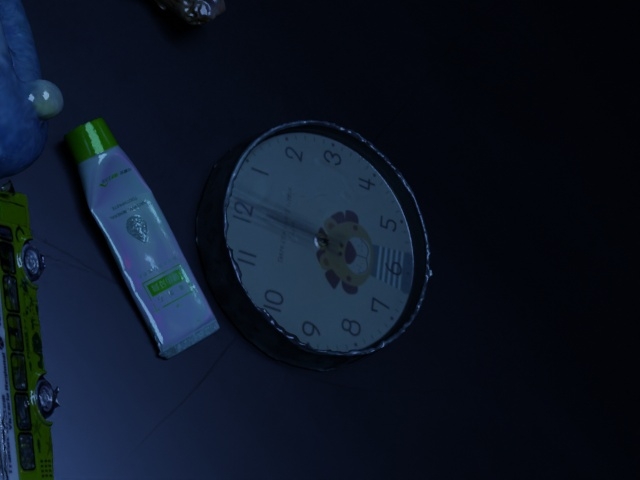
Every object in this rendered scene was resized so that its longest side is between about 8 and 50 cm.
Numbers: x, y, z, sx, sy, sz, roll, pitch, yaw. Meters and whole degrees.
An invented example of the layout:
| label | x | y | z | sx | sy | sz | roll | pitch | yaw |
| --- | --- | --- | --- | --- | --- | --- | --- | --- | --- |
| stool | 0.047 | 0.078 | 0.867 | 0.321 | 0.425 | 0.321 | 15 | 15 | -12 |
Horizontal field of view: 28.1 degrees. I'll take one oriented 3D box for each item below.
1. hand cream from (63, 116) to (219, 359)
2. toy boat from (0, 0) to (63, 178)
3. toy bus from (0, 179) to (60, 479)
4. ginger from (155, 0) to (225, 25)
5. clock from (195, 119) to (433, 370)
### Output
| label | x | y | z | sx | sy | sz | roll | pitch | yaw |
| --- | --- | --- | --- | --- | --- | --- | --- | --- | --- |
| hand cream | -0.205 | -0.004 | 1.429 | 0.079 | 0.050 | 0.275 | -27 | 94 | -11 |
| toy boat | -0.325 | -0.210 | 1.258 | 0.123 | 0.215 | 0.329 | -15 | 53 | 1 |
| toy bus | -0.332 | 0.097 | 1.222 | 0.139 | 0.113 | 0.301 | 24 | 56 | -71 |
| ginger | -0.204 | -0.384 | 1.553 | 0.122 | 0.084 | 0.290 | -6 | 71 | -58 |
| clock | 0.000 | 0.001 | 1.550 | 0.313 | 0.061 | 0.312 | 12 | 67 | -31 |
